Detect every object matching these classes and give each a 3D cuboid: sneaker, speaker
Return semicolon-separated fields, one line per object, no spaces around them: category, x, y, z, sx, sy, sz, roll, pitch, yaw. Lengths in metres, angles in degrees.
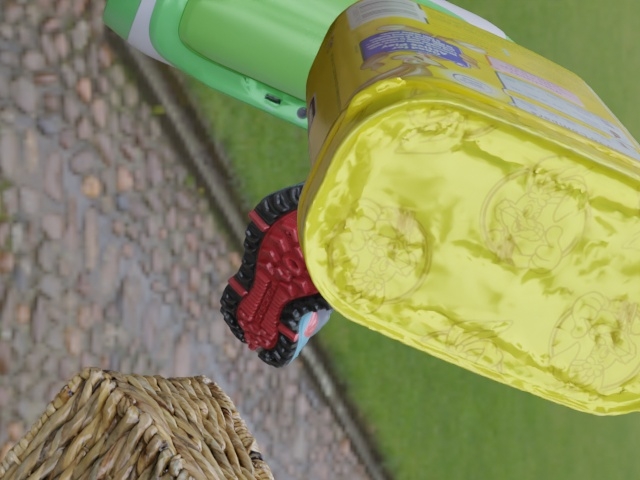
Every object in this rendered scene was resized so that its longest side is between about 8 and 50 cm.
sneaker;0.000;0.000;1.104;0.125;0.104;0.262;-45;177;-33
speaker;-0.002;-0.149;0.992;0.131;0.297;0.131;-157;-90;-81

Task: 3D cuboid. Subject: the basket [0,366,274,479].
basket;-0.165;0.271;1.096;0.299;0.213;0.223;-48;161;7

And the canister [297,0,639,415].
canister;0.055;-0.023;0.455;0.170;0.126;0.073;-94;-153;-69
